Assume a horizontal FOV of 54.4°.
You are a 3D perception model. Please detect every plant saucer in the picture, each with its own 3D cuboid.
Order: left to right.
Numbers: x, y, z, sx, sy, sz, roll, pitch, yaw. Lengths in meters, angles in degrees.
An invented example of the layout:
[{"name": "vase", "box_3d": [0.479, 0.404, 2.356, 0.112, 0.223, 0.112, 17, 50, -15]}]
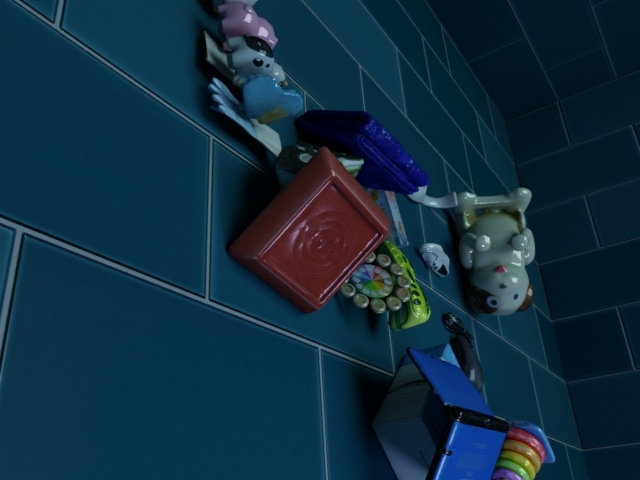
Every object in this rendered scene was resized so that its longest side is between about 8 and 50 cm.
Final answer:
[{"name": "plant saucer", "box_3d": [0.000, 0.000, 1.166, 0.258, 0.259, 0.048, 43, -1, -41]}]

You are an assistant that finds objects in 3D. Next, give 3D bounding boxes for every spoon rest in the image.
[{"name": "spoon rest", "box_3d": [0.338, -0.169, 2.051, 0.276, 0.084, 0.137, 24, 51, -37]}]

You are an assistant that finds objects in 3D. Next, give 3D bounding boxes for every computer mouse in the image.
[{"name": "computer mouse", "box_3d": [0.451, 0.363, 1.907, 0.188, 0.072, 0.272, 43, 39, -43]}]

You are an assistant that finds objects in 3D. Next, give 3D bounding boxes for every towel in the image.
[{"name": "towel", "box_3d": [0.103, -0.206, 1.511, 0.308, 0.228, 0.076, 36, 71, -47]}]

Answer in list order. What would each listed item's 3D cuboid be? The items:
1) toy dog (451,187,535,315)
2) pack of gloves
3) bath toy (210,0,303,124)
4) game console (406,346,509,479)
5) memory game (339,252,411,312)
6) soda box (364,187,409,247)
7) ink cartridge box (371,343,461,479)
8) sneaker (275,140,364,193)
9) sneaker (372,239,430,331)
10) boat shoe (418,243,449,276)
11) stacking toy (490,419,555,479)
[{"name": "toy dog", "box_3d": [0.606, 0.070, 2.213, 0.395, 0.285, 0.407, 95, -4, -55]}, {"name": "pack of gloves", "box_3d": [-0.168, -0.278, 1.258, 0.232, 0.046, 0.195, 38, 32, -51]}, {"name": "bath toy", "box_3d": [-0.135, -0.404, 1.244, 0.151, 0.129, 0.348, 104, -28, -65]}, {"name": "game console", "box_3d": [0.271, 0.396, 1.342, 0.293, 0.173, 0.250, 29, 81, -49]}, {"name": "memory game", "box_3d": [0.120, 0.090, 1.420, 0.186, 0.012, 0.186, 9, 44, -9]}, {"name": "soda box", "box_3d": [0.181, -0.064, 1.701, 0.058, 0.063, 0.183, -2, 75, -61]}, {"name": "ink cartridge box", "box_3d": [0.260, 0.424, 1.467, 0.223, 0.129, 0.307, 65, 29, -11]}, {"name": "sneaker", "box_3d": [-0.019, -0.107, 1.344, 0.410, 0.158, 0.181, -38, 146, -71]}, {"name": "sneaker", "box_3d": [0.174, 0.105, 1.542, 0.109, 0.124, 0.295, 46, 18, -32]}, {"name": "boat shoe", "box_3d": [0.358, 0.064, 1.946, 0.184, 0.066, 0.063, 44, 36, -56]}, {"name": "stacking toy", "box_3d": [0.566, 0.698, 1.856, 0.302, 0.175, 0.165, -47, 115, -44]}]
